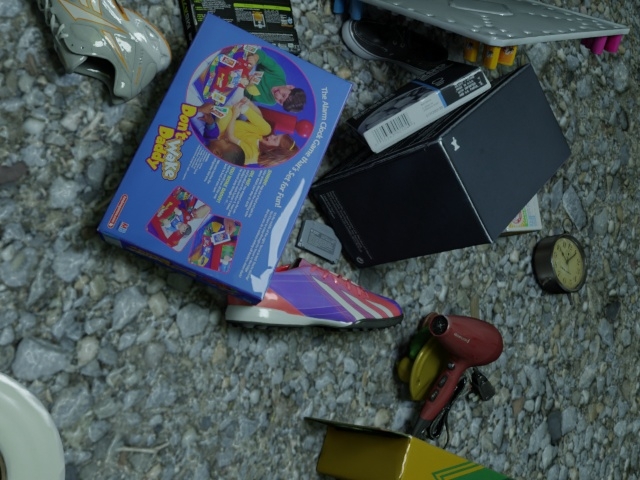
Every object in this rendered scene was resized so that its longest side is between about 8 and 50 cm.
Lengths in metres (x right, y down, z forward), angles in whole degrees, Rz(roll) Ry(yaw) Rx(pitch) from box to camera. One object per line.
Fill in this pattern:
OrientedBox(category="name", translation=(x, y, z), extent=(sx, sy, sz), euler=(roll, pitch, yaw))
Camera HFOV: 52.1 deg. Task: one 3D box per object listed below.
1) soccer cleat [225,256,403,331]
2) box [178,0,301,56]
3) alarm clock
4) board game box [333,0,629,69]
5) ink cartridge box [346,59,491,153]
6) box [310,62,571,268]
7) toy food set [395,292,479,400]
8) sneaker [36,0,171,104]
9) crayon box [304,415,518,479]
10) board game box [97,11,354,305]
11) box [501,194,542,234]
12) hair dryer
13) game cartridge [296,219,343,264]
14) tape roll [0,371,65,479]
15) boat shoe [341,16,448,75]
OrientedBox(category="soccer cleat", translation=(0.003, 0.085, 1.033), extent=(0.318, 0.108, 0.116), euler=(6, 82, -31))
OrientedBox(category="box", translation=(-0.135, -0.383, 1.057), extent=(0.190, 0.045, 0.184), euler=(-11, 86, -35))
OrientedBox(category="alarm clock", translation=(0.529, 0.035, 1.439), extent=(0.129, 0.064, 0.192), euler=(32, 67, -27))
OrientedBox(category="board game box", translation=(0.280, -0.399, 1.177), extent=(0.390, 0.390, 0.050), euler=(-17, 128, -36))
OrientedBox(category="ink cartridge box", translation=(0.145, -0.226, 1.077), extent=(0.206, 0.208, 0.045), euler=(-30, 109, 1))
OrientedBox(category="box", translation=(0.199, -0.114, 1.082), extent=(0.296, 0.294, 0.183), euler=(-40, 105, -36))
OrientedBox(category="toy food set", translation=(0.205, 0.194, 1.187), extent=(0.218, 0.071, 0.128), euler=(-40, 130, -31))
OrientedBox(category="sneaker", translation=(-0.330, -0.294, 0.874), extent=(0.262, 0.099, 0.121), euler=(40, 66, -22))
OrientedBox(category="crayon box", translation=(0.140, 0.364, 1.024), extent=(0.318, 0.202, 0.081), euler=(29, 66, -27))
OrientedBox(category="board game box", translation=(-0.126, -0.114, 0.924), extent=(0.233, 0.078, 0.347), euler=(25, 74, -8))
OrientedBox(category="box", translation=(0.356, -0.109, 1.317), extent=(0.114, 0.103, 0.203), euler=(-5, 84, -36))
OrientedBox(category="hair dryer", translation=(0.236, 0.234, 1.121), extent=(0.223, 0.080, 0.294), euler=(-37, 128, -32))
OrientedBox(category="game cartridge", translation=(0.000, 0.000, 1.102), extent=(0.083, 0.017, 0.056), euler=(27, 71, -29))
OrientedBox(category="tape roll", translation=(-0.409, 0.245, 0.675), extent=(0.246, 0.169, 0.246), euler=(6, 79, -34))
OrientedBox(category="boat shoe", translation=(0.149, -0.371, 1.234), extent=(0.228, 0.076, 0.080), euler=(15, 73, -33))
